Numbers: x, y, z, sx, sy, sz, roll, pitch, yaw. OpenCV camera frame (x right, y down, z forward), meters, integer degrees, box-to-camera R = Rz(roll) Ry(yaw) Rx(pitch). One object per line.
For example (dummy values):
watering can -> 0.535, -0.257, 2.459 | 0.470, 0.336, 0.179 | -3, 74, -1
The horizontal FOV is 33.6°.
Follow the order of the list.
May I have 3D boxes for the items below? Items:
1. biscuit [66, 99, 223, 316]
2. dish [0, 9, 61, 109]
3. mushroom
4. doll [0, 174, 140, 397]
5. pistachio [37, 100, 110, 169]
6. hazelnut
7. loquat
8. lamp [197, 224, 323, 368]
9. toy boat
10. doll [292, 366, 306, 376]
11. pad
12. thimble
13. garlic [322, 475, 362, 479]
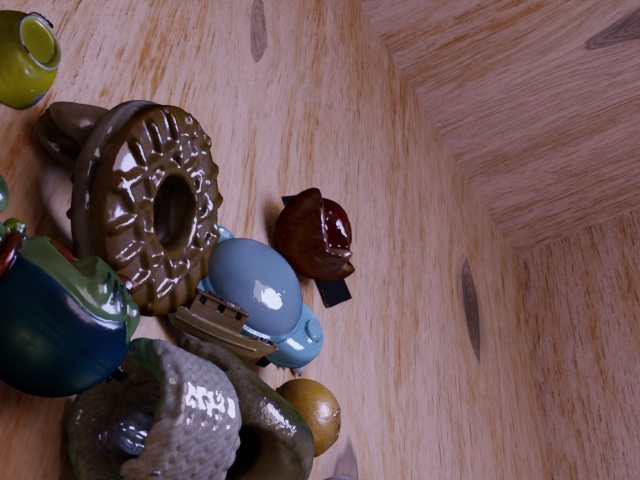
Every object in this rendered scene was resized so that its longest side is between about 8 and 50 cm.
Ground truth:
biscuit -> -0.252, -0.048, 1.570 | 0.332, 0.103, 0.332 | 5, 90, -66
dish -> -0.432, -0.278, 1.551 | 0.149, 0.080, 0.208 | 57, 24, -25
mushroom -> -0.120, 0.255, 1.612 | 0.292, 0.212, 0.217 | 43, 32, -31
doll -> -0.349, 0.062, 1.263 | 0.322, 0.186, 0.198 | 44, -5, -12
pistachio -> -0.353, -0.158, 1.580 | 0.149, 0.113, 0.113 | 29, 42, -51
hazelnut -> -0.002, -0.005, 2.196 | 0.201, 0.160, 0.170 | 39, 33, -41
loquat -> -0.027, 0.309, 1.842 | 0.141, 0.141, 0.141 | 50, 26, -37
lamp -> -0.106, 0.108, 1.838 | 0.284, 0.147, 0.209 | 56, 29, -27
toy boat -> -0.158, 0.132, 1.700 | 0.200, 0.077, 0.057 | 29, -3, -13
doll -> -0.052, 0.223, 2.011 | 0.085, 0.040, 0.058 | 38, 45, -52
pad -> -0.008, 0.020, 2.369 | 0.265, 0.009, 0.159 | 67, 21, 4
thimble -> -0.209, 0.242, 1.350 | 0.150, 0.219, 0.219 | 34, 37, -41
garlic -> 0.053, 0.506, 1.710 | 0.210, 0.292, 0.238 | 29, 82, -49
